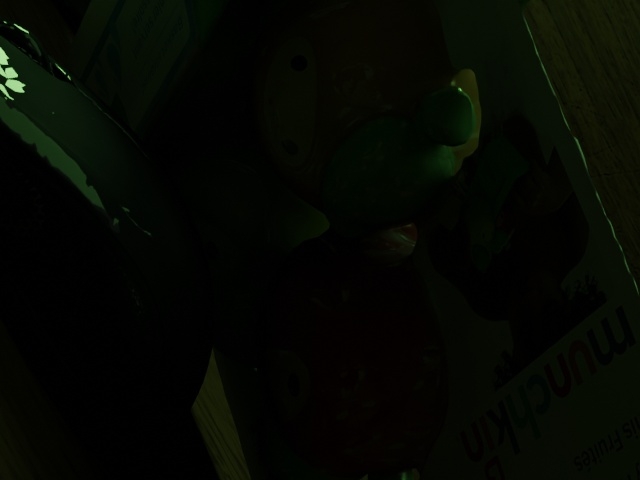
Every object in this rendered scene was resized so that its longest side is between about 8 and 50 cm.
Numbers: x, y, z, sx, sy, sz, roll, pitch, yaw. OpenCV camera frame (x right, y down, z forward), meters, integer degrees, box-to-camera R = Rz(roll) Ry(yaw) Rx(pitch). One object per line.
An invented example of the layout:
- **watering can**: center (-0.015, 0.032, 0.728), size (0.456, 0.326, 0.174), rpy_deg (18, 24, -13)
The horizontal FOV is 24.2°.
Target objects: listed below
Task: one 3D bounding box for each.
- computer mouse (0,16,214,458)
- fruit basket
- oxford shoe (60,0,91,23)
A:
- **computer mouse**: center (-0.107, -0.033, 0.579), size (0.272, 0.072, 0.188), rpy_deg (61, 4, -26)
- **fruit basket**: center (0.000, 0.000, 0.664), size (0.327, 0.166, 0.353), rpy_deg (-49, -133, 53)
- **oxford shoe**: center (-0.159, -0.180, 1.042), size (0.076, 0.076, 0.212), rpy_deg (22, -27, 47)
